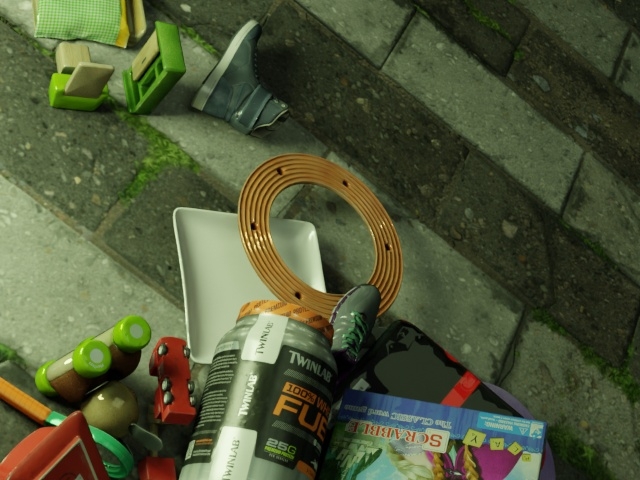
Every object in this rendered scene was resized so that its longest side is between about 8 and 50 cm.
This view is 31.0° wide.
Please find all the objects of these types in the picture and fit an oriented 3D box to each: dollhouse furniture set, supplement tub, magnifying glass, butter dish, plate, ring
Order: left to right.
[{"bbox_3d":[-0.385,0.325,1.570,0.160,0.118,0.160,-48,134,-43],"label":"butter dish"},{"bbox_3d":[-0.367,0.265,1.641,0.231,0.092,0.026,31,53,-1],"label":"magnifying glass"},{"bbox_3d":[-0.370,-0.383,1.965,0.197,0.151,0.301,3,62,-33],"label":"dollhouse furniture set"},{"bbox_3d":[-0.114,0.087,1.930,0.278,0.045,0.277,6,62,-32],"label":"plate"},{"bbox_3d":[-0.085,0.261,1.719,0.193,0.193,0.316,23,63,-21],"label":"supplement tub"},{"bbox_3d":[0.000,0.000,2.011,0.336,0.032,0.336,18,53,-26],"label":"ring"}]

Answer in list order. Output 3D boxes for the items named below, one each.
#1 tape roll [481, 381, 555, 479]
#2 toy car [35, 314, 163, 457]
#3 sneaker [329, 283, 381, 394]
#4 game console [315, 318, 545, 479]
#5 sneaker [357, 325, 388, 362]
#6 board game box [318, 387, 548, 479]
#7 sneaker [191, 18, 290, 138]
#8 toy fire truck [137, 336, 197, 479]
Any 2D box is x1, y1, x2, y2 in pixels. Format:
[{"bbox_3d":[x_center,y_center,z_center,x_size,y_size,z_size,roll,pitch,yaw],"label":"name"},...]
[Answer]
[{"bbox_3d":[0.269,0.384,1.982,0.275,0.090,0.275,17,55,-26],"label":"tape roll"},{"bbox_3d":[-0.294,0.227,1.667,0.149,0.155,0.188,-33,94,-41],"label":"toy car"},{"bbox_3d":[0.049,0.169,1.880,0.083,0.098,0.223,43,70,-25],"label":"sneaker"},{"bbox_3d":[0.142,0.359,1.846,0.342,0.060,0.386,39,64,11],"label":"game console"},{"bbox_3d":[0.084,0.241,1.958,0.132,0.086,0.228,14,50,-18],"label":"sneaker"},{"bbox_3d":[0.152,0.385,1.685,0.319,0.066,0.318,7,50,13],"label":"board game box"},{"bbox_3d":[-0.117,-0.289,2.112,0.163,0.086,0.226,29,60,-3],"label":"sneaker"},{"bbox_3d":[-0.232,0.255,1.715,0.047,0.135,0.192,11,44,-27],"label":"toy fire truck"}]
